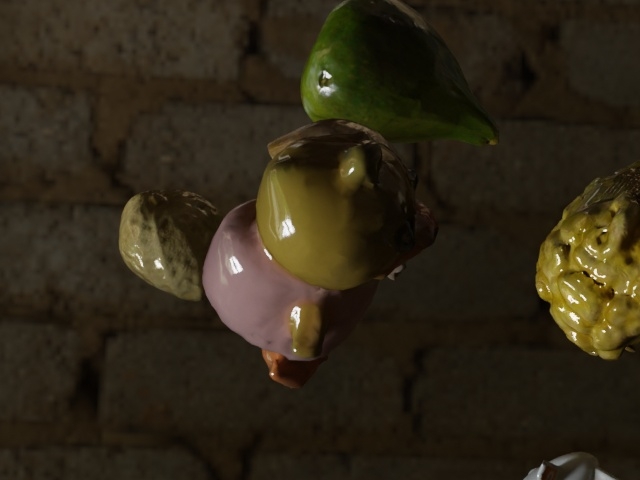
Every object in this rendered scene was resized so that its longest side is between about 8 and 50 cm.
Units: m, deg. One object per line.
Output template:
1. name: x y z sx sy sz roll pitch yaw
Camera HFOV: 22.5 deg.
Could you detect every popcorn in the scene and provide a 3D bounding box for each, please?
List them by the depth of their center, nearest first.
1. popcorn: 0.364 0.014 1.784 0.190 0.250 0.250 48 157 -10

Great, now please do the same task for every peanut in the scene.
1. peanut: -0.180 0.002 2.023 0.159 0.109 0.140 36 -151 3

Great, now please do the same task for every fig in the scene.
1. fig: 0.116 -0.200 2.097 0.275 0.206 0.206 23 169 -2

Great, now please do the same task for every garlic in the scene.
1. garlic: 0.042 -0.060 1.682 0.101 0.195 0.087 -44 180 27

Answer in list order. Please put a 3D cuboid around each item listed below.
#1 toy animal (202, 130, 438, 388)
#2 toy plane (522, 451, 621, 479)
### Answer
1. toy animal: -0.003 -0.002 1.453 0.169 0.195 0.281 17 143 -22
2. toy plane: 0.229 0.331 1.670 0.117 0.245 0.244 28 -170 40
